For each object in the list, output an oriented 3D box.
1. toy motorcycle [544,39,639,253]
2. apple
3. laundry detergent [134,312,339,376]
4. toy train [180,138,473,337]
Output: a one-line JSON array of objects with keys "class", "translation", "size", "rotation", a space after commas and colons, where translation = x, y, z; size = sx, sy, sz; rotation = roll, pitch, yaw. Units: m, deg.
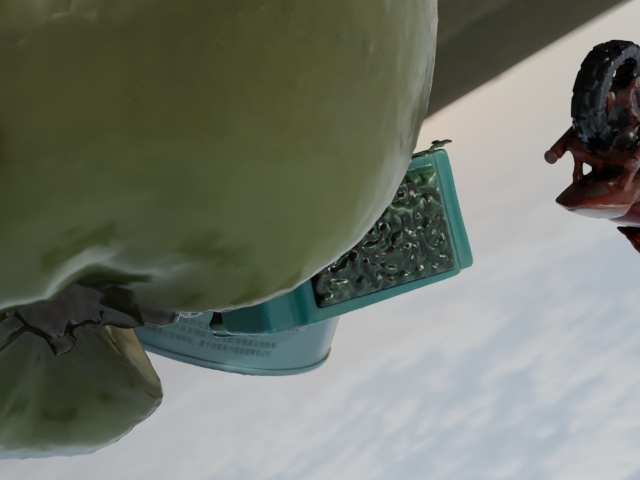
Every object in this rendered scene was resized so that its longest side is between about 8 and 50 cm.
[{"class": "toy motorcycle", "translation": [0.292, -0.073, 1.166], "size": [0.089, 0.171, 0.298], "rotation": [17, -178, 35]}, {"class": "apple", "translation": [-0.119, -0.080, 0.422], "size": [0.295, 0.257, 0.233], "rotation": [-31, 147, 17]}, {"class": "laundry detergent", "translation": [-0.080, -0.077, 1.168], "size": [0.287, 0.287, 0.305], "rotation": [-40, 149, -76]}, {"class": "toy train", "translation": [0.000, 0.000, 0.916], "size": [0.203, 0.112, 0.163], "rotation": [-20, -172, -31]}]
